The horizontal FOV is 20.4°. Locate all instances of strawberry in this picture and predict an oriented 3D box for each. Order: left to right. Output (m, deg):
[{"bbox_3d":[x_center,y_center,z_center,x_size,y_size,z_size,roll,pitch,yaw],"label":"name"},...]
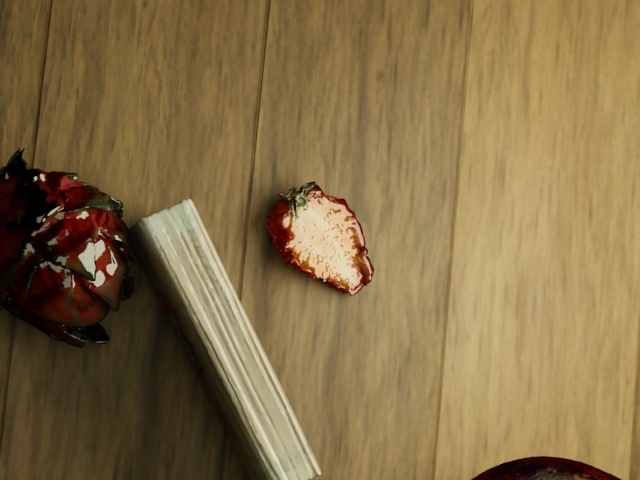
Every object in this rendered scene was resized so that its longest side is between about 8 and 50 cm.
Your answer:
[{"bbox_3d":[-0.002,0.000,2.030,0.104,0.048,0.152,-42,110,-23],"label":"strawberry"}]

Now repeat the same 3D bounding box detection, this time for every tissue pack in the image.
[{"bbox_3d":[-0.107,0.117,1.922,0.071,0.170,0.325,-26,92,-13],"label":"tissue pack"}]

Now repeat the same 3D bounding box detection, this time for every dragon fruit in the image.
[{"bbox_3d":[-0.281,0.011,1.884,0.188,0.182,0.182,21,78,-13],"label":"dragon fruit"}]

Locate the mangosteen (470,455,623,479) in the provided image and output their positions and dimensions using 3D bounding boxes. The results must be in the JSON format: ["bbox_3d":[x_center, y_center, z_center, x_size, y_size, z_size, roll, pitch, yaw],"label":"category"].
[{"bbox_3d":[0.258,0.393,1.965,0.306,0.359,0.306,-3,81,18],"label":"mangosteen"}]
